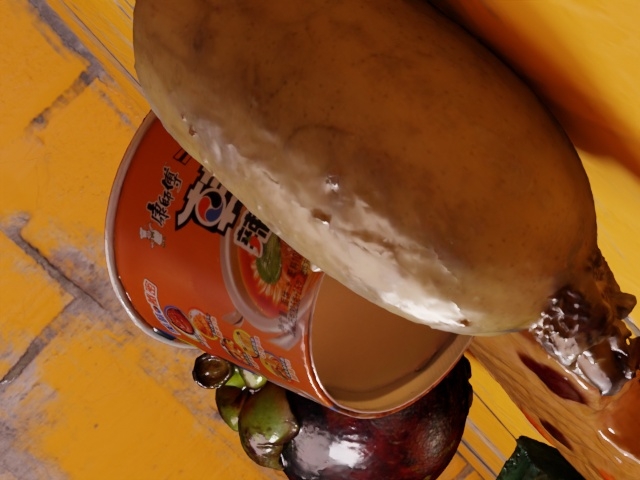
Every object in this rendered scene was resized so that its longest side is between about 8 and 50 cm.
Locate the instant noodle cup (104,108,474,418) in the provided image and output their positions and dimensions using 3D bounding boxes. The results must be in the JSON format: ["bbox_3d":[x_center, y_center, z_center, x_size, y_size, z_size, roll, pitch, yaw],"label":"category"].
[{"bbox_3d":[0.000,0.000,1.213,0.192,0.250,0.250,28,165,40],"label":"instant noodle cup"}]

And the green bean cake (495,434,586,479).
[{"bbox_3d":[0.272,0.298,1.639,0.208,0.107,0.193,28,-165,-26],"label":"green bean cake"}]

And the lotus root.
[{"bbox_3d":[0.043,-0.049,0.896,0.342,0.151,0.169,39,-172,18],"label":"lotus root"}]

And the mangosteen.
[{"bbox_3d":[0.030,0.178,1.995,0.311,0.311,0.311,44,175,5],"label":"mangosteen"}]

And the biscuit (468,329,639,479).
[{"bbox_3d":[0.230,0.148,1.453,0.455,0.078,0.350,47,178,-25],"label":"biscuit"}]
